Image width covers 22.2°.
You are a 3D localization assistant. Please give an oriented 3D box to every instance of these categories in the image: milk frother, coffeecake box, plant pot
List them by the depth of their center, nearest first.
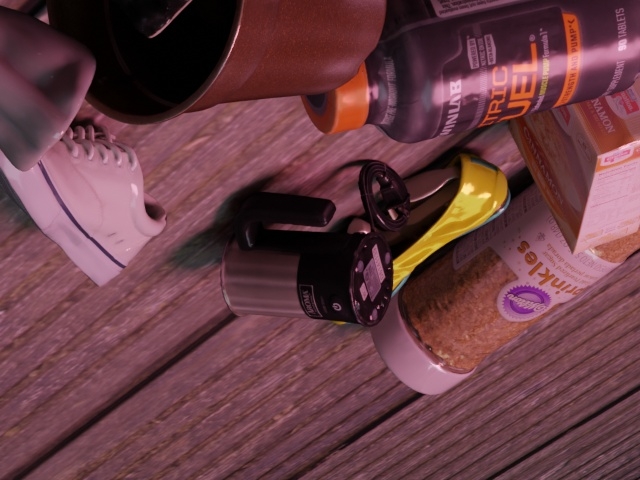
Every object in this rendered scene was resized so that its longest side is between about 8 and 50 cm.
[{"bbox_3d":[-0.056,-0.155,1.023,0.167,0.167,0.165,-40,159,33],"label":"plant pot"},{"bbox_3d":[0.224,-0.095,1.388,0.068,0.142,0.185,-20,155,-8],"label":"coffeecake box"},{"bbox_3d":[0.000,0.000,1.463,0.134,0.129,0.143,4,-158,28],"label":"milk frother"}]

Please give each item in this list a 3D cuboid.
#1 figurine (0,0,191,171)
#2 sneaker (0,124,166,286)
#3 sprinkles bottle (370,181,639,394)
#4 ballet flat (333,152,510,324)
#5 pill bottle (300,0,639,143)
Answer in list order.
[{"bbox_3d":[-0.195,-0.164,0.898,0.209,0.092,0.215,36,127,-19],"label":"figurine"},{"bbox_3d":[-0.187,-0.052,1.217,0.091,0.094,0.258,-43,159,-5],"label":"sneaker"},{"bbox_3d":[0.206,0.020,1.640,0.121,0.121,0.355,6,143,-47],"label":"sprinkles bottle"},{"bbox_3d":[0.073,-0.008,1.544,0.231,0.077,0.077,-37,131,23],"label":"ballet flat"},{"bbox_3d":[0.105,-0.146,1.198,0.245,0.130,0.130,-15,155,-16],"label":"pill bottle"}]
